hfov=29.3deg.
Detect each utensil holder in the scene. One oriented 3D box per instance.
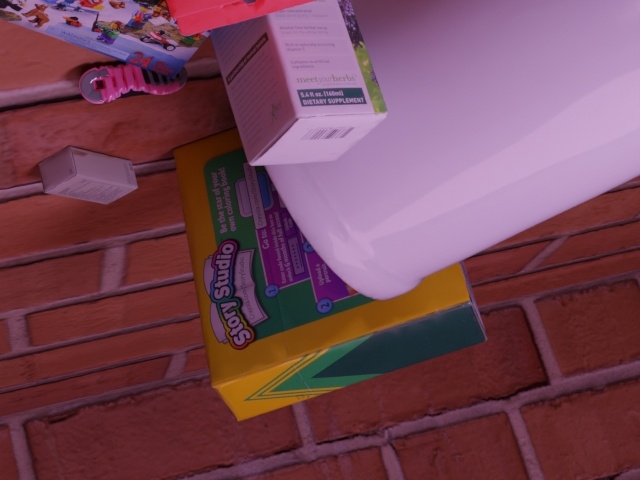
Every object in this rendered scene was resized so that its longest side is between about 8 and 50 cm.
[{"bbox_3d":[0.163,-0.164,1.209,0.385,0.328,0.327,-26,161,24],"label":"utensil holder"}]

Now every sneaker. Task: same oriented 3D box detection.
[{"bbox_3d":[-0.205,-0.174,1.327,0.119,0.047,0.057,-9,-178,-17],"label":"sneaker"}]

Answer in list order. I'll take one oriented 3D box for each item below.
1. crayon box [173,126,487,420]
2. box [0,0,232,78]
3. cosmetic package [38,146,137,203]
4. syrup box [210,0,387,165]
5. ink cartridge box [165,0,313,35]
[{"bbox_3d":[0.000,0.000,1.493,0.313,0.363,0.106,-19,144,8],"label":"crayon box"},{"bbox_3d":[-0.194,-0.224,1.008,0.233,0.044,0.159,17,150,-24],"label":"box"},{"bbox_3d":[-0.291,-0.081,1.535,0.060,0.041,0.115,-24,162,26],"label":"cosmetic package"},{"bbox_3d":[-0.035,-0.191,1.069,0.093,0.237,0.096,-5,160,-34],"label":"syrup box"},{"bbox_3d":[-0.068,-0.254,0.900,0.134,0.078,0.231,-16,126,-3],"label":"ink cartridge box"}]
